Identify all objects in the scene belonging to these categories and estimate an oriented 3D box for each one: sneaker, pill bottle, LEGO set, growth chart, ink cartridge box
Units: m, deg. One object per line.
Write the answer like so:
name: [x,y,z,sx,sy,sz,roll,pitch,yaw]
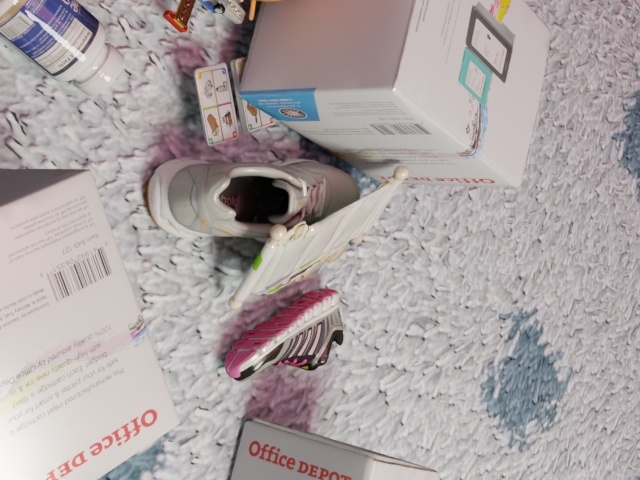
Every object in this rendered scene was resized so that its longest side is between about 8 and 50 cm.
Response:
sneaker: [-0.040,-0.037,0.997,0.262,0.121,0.099,-5,98,-43]
pill bottle: [-0.232,-0.182,0.844,0.120,0.067,0.067,41,66,-37]
sneaker: [-0.031,0.118,1.056,0.170,0.063,0.075,-33,108,-42]
LEGO set: [-0.097,-0.234,0.998,0.182,0.060,0.244,-28,114,-51]
growth chart: [0.000,0.000,1.026,0.237,0.172,0.021,-29,73,-43]
ink cartridge box: [-0.011,0.341,0.999,0.114,0.197,0.273,21,79,-43]
ink cartridge box: [-0.255,0.078,0.771,0.171,0.168,0.233,-29,112,-37]
ink cartridge box: [0.090,-0.191,1.032,0.270,0.198,0.197,27,73,-50]

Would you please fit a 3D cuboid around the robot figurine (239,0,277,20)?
robot figurine: [-0.046,-0.322,0.905,0.128,0.158,0.219,11,92,-43]
